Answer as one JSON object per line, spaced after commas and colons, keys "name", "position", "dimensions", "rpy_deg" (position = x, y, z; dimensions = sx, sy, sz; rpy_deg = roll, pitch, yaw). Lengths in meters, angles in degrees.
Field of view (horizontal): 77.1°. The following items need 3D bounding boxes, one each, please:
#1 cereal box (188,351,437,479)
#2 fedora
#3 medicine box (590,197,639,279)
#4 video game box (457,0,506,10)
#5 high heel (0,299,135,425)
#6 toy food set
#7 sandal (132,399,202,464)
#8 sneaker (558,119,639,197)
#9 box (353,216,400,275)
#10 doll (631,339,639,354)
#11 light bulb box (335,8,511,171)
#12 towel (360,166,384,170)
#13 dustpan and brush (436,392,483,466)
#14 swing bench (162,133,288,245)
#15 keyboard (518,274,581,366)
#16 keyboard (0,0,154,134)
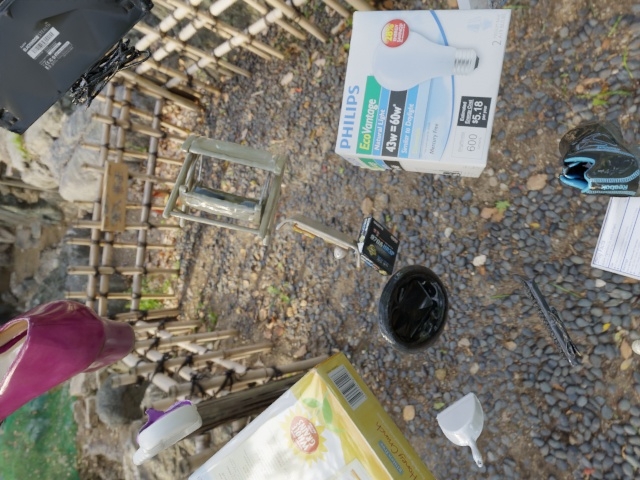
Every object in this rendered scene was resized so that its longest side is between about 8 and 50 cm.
{"name": "cereal box", "position": [-0.012, 0.237, 0.360], "dimensions": [0.173, 0.047, 0.240], "rpy_deg": [52, 121, 17]}
{"name": "fedora", "position": [0.319, 0.254, 1.511], "dimensions": [0.152, 0.334, 0.333], "rpy_deg": [-17, 72, 62]}
{"name": "medicine box", "position": [0.920, -0.017, 1.046], "dimensions": [0.289, 0.149, 0.263], "rpy_deg": [28, 112, 58]}
{"name": "video game box", "position": [0.442, -0.714, 1.091], "dimensions": [0.187, 0.205, 0.048], "rpy_deg": [-45, 42, -9]}
{"name": "high heel", "position": [-0.432, 0.176, 0.473], "dimensions": [0.377, 0.181, 0.127], "rpy_deg": [-30, 72, -5]}
{"name": "toy food set", "position": [0.000, 0.000, 1.419], "dimensions": [0.306, 0.220, 0.092], "rpy_deg": [24, 99, 0]}
{"name": "sandal", "position": [-0.372, 0.440, 0.970], "dimensions": [0.102, 0.169, 0.416], "rpy_deg": [58, 142, 16]}
{"name": "sneaker", "position": [0.609, -0.192, 0.915], "dimensions": [0.140, 0.340, 0.125], "rpy_deg": [-6, 114, 11]}
{"name": "box", "position": [0.245, 0.028, 1.714], "dimensions": [0.051, 0.220, 0.175], "rpy_deg": [-6, 57, 45]}
{"name": "doll", "position": [0.859, 0.246, 0.963], "dimensions": [0.189, 0.129, 0.046], "rpy_deg": [-31, 38, 43]}
{"name": "light bulb box", "position": [0.255, -0.363, 1.033], "dimensions": [0.361, 0.225, 0.357], "rpy_deg": [8, 94, 17]}
{"name": "towel", "position": [0.183, -0.295, 1.266], "dimensions": [0.110, 0.027, 0.148], "rpy_deg": [20, 96, 41]}
{"name": "dustpan and brush", "position": [0.427, 0.561, 1.172], "dimensions": [0.147, 0.211, 0.060], "rpy_deg": [-42, 95, 15]}
{"name": "swing bench", "position": [-0.234, -0.142, 1.050], "dimensions": [0.254, 0.165, 0.254], "rpy_deg": [12, 83, -2]}
{"name": "keyboard", "position": [0.745, 0.265, 1.303], "dimensions": [0.033, 0.201, 0.317], "rpy_deg": [-29, 89, 9]}
{"name": "keyboard", "position": [-0.241, -0.176, 0.373], "dimensions": [0.192, 0.100, 0.038], "rpy_deg": [-36, 41, 10]}
